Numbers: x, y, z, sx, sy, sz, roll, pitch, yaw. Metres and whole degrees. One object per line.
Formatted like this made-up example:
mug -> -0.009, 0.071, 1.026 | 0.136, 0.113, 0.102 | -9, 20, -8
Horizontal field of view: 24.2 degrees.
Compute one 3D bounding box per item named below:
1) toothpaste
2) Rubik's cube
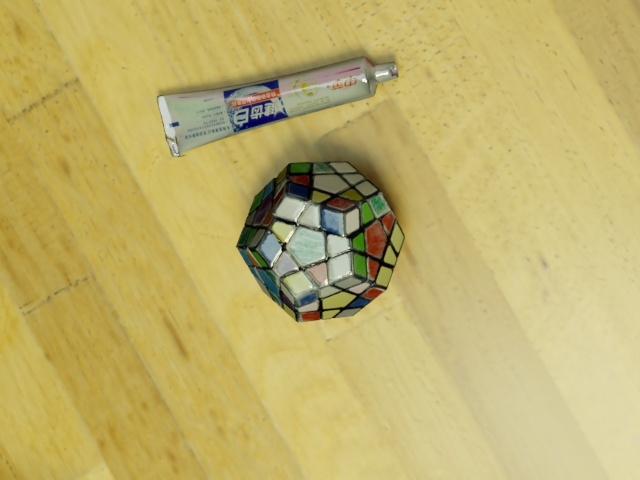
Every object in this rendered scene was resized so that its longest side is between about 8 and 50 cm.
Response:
toothpaste -> -0.029, -0.096, 1.023 | 0.170, 0.028, 0.045 | -13, 99, 13
Rubik's cube -> 0.000, 0.000, 0.992 | 0.111, 0.111, 0.093 | 16, 126, 9
